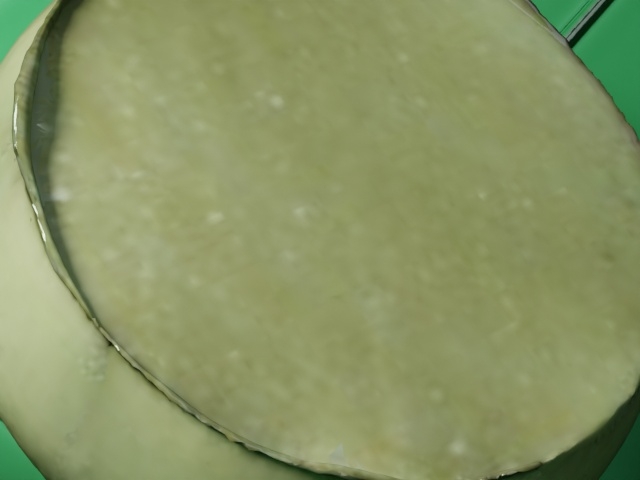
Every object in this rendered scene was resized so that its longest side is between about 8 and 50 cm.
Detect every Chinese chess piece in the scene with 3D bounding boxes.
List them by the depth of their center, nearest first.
[{"bbox_3d":[0.000,0.000,0.678,0.338,0.140,0.338,12,55,-17],"label":"Chinese chess piece"}]
